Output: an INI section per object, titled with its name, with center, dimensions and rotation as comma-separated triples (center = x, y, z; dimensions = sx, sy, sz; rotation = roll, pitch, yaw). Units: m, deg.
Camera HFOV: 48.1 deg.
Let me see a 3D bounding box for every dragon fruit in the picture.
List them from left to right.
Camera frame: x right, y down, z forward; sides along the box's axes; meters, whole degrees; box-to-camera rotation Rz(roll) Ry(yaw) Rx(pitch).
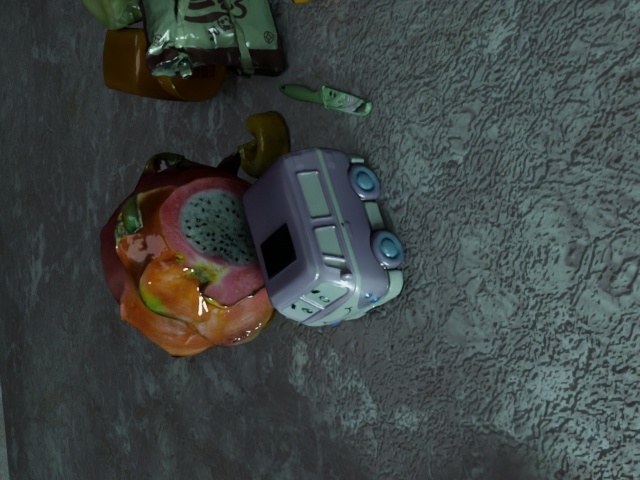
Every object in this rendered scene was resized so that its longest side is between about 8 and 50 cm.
[dragon fruit]
center = -0.157, 0.007, 0.994
dimensions = 0.189, 0.290, 0.291
rotation = -42, 59, 45

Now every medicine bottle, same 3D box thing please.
[medicine bottle]
center = -0.259, -0.295, 1.210
dimensions = 0.222, 0.149, 0.112
rotation = 24, 112, 50

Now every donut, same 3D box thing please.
[donut]
center = -0.090, -0.141, 1.090
dimensions = 0.097, 0.043, 0.108
rotation = 50, 133, 40

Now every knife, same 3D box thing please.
[knife]
center = 0.002, -0.199, 0.989
dimensions = 0.207, 0.014, 0.030
rotation = 27, 113, 47

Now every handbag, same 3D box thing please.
[handbag]
center = -0.171, -0.349, 1.055
dimensions = 0.127, 0.212, 0.235
rotation = 143, 118, -68

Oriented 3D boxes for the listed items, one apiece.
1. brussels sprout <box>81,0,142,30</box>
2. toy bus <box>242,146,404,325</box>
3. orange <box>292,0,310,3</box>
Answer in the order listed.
[brussels sprout]
center = -0.287, -0.476, 1.166
dimensions = 0.271, 0.210, 0.219
rotation = -50, 50, -7
[toy bus]
center = 0.000, 0.000, 0.894
dimensions = 0.142, 0.142, 0.203
rotation = -37, 64, 46
[orange]
center = -0.029, -0.362, 0.966
dimensions = 0.083, 0.083, 0.084
rotation = 4, 95, 52
